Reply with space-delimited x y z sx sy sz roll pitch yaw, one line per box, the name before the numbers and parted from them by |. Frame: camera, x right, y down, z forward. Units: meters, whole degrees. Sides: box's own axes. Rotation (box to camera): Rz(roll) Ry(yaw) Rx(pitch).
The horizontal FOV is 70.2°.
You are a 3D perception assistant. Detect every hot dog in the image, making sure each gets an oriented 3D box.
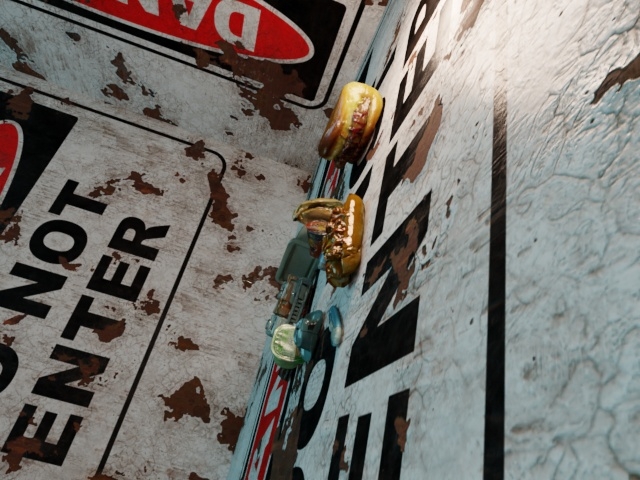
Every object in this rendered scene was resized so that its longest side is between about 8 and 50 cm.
hot dog | 0.067 -0.007 1.467 0.158 0.117 0.349 115 170 -45
hot dog | 0.113 -0.455 1.937 0.405 0.185 0.223 119 168 -55

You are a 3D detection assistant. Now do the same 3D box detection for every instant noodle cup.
instant noodle cup | -0.002 0.001 1.921 0.127 0.127 0.135 -85 -2 -60

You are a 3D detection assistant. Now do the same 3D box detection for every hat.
hat | -0.055 0.334 1.632 0.138 0.078 0.191 -11 62 66

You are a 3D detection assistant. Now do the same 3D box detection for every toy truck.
toy truck | -0.138 0.327 2.059 0.338 0.133 0.184 -68 14 -12

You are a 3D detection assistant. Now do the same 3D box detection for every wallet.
wallet | -0.138 0.533 1.951 0.230 0.042 0.124 144 149 -74

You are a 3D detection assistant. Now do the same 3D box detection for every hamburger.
hamburger | -0.013 -0.128 1.998 0.135 0.208 0.155 -92 17 -62

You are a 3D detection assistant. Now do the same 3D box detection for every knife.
knife | 0.039 0.251 1.373 0.222 0.031 0.064 -100 26 -76

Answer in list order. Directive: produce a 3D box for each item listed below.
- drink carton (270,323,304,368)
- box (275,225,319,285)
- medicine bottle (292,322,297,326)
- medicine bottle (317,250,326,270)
drink carton | -0.124 0.423 1.771 0.142 0.144 0.146 108 176 -55
box | -0.083 0.077 2.215 0.182 0.175 0.312 -68 1 -50
medicine bottle | -0.103 0.403 1.943 0.058 0.058 0.091 151 137 -79
medicine bottle | 0.043 0.018 1.821 0.090 0.054 0.208 -94 24 -80
